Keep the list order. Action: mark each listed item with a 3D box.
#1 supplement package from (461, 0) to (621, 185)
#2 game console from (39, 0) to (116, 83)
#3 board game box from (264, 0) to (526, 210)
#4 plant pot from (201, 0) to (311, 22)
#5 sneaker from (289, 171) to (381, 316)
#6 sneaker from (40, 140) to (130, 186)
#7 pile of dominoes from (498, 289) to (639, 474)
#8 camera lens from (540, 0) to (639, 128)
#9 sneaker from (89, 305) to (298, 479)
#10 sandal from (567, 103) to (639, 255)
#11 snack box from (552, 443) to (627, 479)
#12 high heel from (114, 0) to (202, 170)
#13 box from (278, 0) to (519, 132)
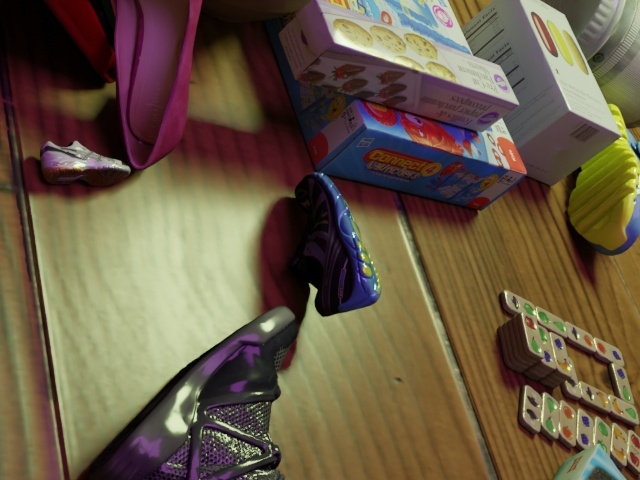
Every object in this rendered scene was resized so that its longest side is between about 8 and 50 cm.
[{"bbox_3d":[0.310,-0.227,1.498,0.139,0.134,0.244,15,48,-41],"label":"supplement package"},{"bbox_3d":[-0.277,-0.369,0.888,0.342,0.060,0.387,75,-4,-66],"label":"game console"},{"bbox_3d":[0.084,-0.206,1.265,0.302,0.086,0.308,9,52,-44],"label":"board game box"},{"bbox_3d":[-0.090,-0.317,1.120,0.237,0.110,0.237,11,53,-15],"label":"plant pot"},{"bbox_3d":[0.000,0.000,0.996,0.188,0.078,0.067,-109,172,-47],"label":"sneaker"},{"bbox_3d":[-0.199,-0.069,0.868,0.083,0.032,0.037,2,57,-48],"label":"sneaker"},{"bbox_3d":[0.317,0.167,1.231,0.251,0.040,0.196,26,42,-31],"label":"pile of dominoes"},{"bbox_3d":[0.477,-0.328,1.703,0.274,0.219,0.219,24,43,-33],"label":"camera lens"},{"bbox_3d":[-0.064,0.148,0.782,0.130,0.087,0.227,49,38,-7],"label":"sneaker"},{"bbox_3d":[0.456,-0.081,1.548,0.138,0.126,0.317,43,37,-19],"label":"sandal"},{"bbox_3d":[0.334,0.388,1.031,0.322,0.060,0.187,53,35,3],"label":"snack box"},{"bbox_3d":[-0.149,-0.184,0.880,0.082,0.244,0.117,9,36,-2],"label":"high heel"},{"bbox_3d":[0.095,-0.187,1.127,0.324,0.063,0.067,9,54,-44],"label":"box"}]
